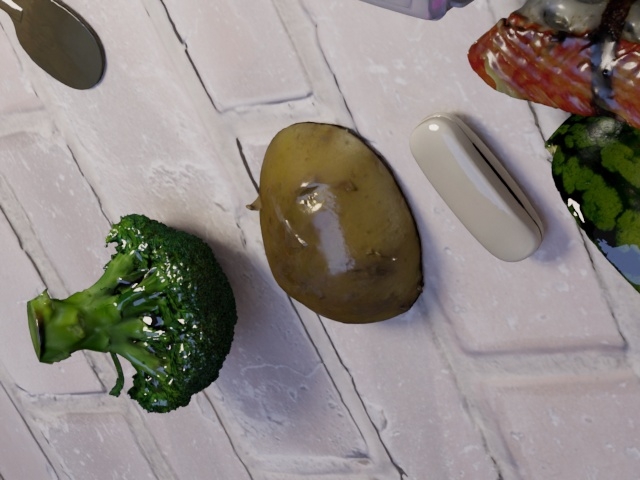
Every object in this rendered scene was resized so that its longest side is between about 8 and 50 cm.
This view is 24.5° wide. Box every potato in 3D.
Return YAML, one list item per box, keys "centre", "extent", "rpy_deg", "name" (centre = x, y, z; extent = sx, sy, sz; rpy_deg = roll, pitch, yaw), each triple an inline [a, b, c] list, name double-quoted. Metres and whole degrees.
- centre: [0.000, 0.000, 1.891]
  extent: [0.239, 0.116, 0.299]
  rpy_deg: [10, 127, 38]
  name: "potato"

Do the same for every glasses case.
- centre: [0.183, -0.061, 1.733]
  extent: [0.204, 0.051, 0.081]
  rpy_deg: [52, 139, -8]
  name: "glasses case"

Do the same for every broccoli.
- centre: [-0.261, 0.107, 2.061]
  extent: [0.297, 0.297, 0.298]
  rpy_deg: [171, 90, -68]
  name: "broccoli"

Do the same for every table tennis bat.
- centre: [-0.391, -0.297, 2.028]
  extent: [0.234, 0.022, 0.131]
  rpy_deg: [37, 139, 5]
  name: "table tennis bat"

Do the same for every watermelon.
- centre: [0.335, -0.012, 1.542]
  extent: [0.303, 0.128, 0.159]
  rpy_deg: [50, 154, 13]
  name: "watermelon"

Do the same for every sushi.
- centre: [0.308, -0.188, 1.486]
  extent: [0.332, 0.130, 0.124]
  rpy_deg: [20, 138, 33]
  name: "sushi"

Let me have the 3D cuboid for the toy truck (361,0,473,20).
- centre: [0.100, -0.394, 1.442]
  extent: [0.176, 0.178, 0.364]
  rpy_deg: [22, 136, 23]
  name: "toy truck"
